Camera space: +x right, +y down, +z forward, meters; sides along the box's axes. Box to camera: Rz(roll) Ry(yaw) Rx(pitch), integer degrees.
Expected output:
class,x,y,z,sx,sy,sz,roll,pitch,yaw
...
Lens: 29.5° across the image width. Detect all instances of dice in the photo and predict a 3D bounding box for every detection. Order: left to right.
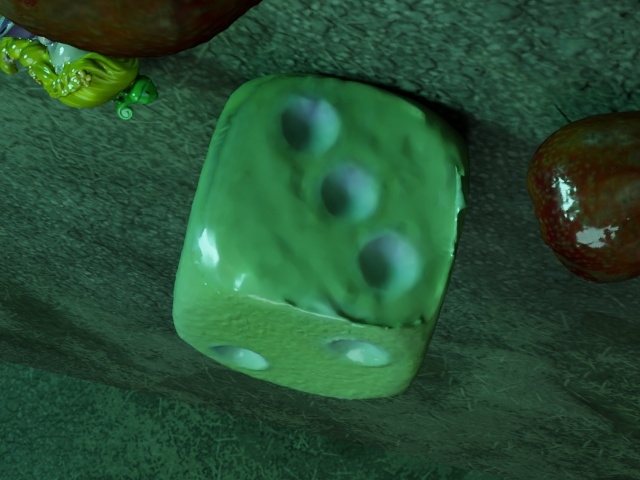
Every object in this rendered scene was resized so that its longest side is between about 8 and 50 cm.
class,x,y,z,sx,sy,sz,roll,pitch,yaw
dice,0.000,0.000,1.201,0.249,0.252,0.254,14,158,0

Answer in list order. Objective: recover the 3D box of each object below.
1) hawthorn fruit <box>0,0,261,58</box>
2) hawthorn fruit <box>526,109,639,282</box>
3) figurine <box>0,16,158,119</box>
class,x,y,z,sx,sy,sz,roll,pitch,yaw
hawthorn fruit,-0.128,-0.243,0.781,0.254,0.254,0.300,21,-176,-15
hawthorn fruit,0.290,-0.050,1.078,0.203,0.163,0.162,-16,146,21
figurine,-0.236,-0.166,1.164,0.156,0.095,0.115,30,141,-23
